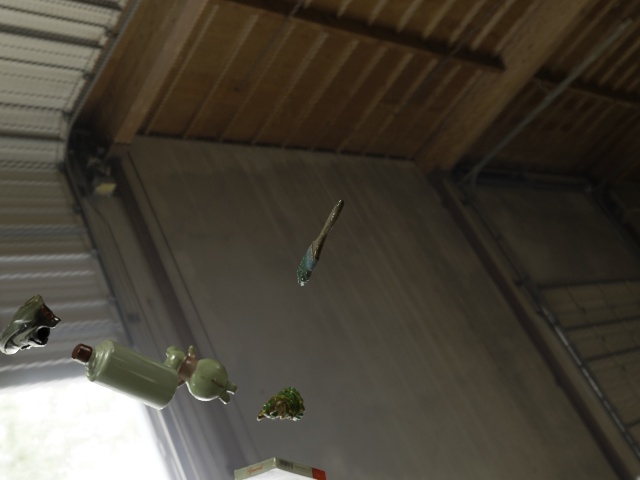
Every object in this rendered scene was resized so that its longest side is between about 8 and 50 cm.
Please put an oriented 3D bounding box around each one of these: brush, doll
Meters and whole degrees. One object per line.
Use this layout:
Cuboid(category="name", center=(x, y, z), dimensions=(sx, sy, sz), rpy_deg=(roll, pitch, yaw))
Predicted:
Cuboid(category="brush", center=(0.000, 0.000, 1.530), dimensions=(0.021, 0.070, 0.196), rpy_deg=(20, -63, -14))
Cuboid(category="doll", center=(-0.097, 0.372, 1.788), dimensions=(0.113, 0.076, 0.078), rpy_deg=(12, -35, -38))
Cuboid(category="doll", center=(-0.410, 0.445, 2.577), dimensions=(0.155, 0.275, 0.113), rpy_deg=(-60, -10, -20))

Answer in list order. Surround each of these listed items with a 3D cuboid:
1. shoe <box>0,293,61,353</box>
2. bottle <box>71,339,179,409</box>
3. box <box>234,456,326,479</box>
Cuboid(category="shoe", center=(-0.804, 0.253, 2.161), dimensions=(0.227, 0.112, 0.099), rpy_deg=(-53, 2, 29))
Cuboid(category="bottle", center=(-0.450, 0.297, 1.776), dimensions=(0.245, 0.104, 0.104), rpy_deg=(32, -60, -31))
Cuboid(category="box", center=(-0.103, 0.628, 2.074), dimensions=(0.139, 0.035, 0.245), rpy_deg=(-26, -34, 23))
